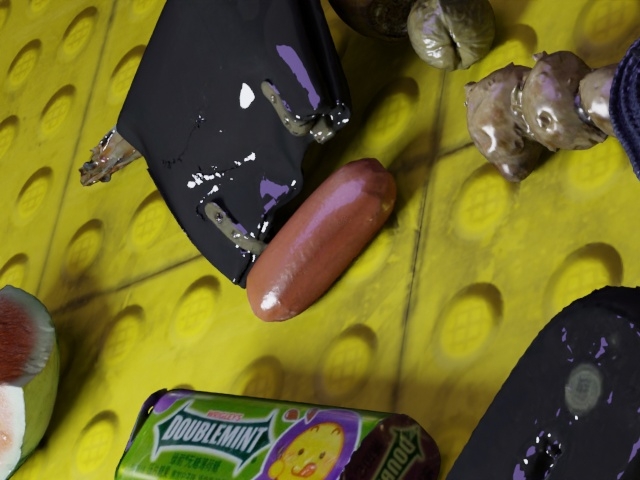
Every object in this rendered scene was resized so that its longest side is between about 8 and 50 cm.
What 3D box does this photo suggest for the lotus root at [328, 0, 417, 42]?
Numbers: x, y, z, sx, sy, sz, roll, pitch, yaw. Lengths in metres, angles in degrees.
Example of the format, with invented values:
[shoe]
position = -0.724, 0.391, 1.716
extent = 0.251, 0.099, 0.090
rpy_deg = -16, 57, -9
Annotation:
[lotus root]
position = 0.054, -0.291, 1.909
extent = 0.123, 0.124, 0.241
rpy_deg = -45, 32, 33

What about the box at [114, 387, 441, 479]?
[box]
position = -0.050, 0.203, 1.659
extent = 0.345, 0.097, 0.134
rpy_deg = 1, 55, 54

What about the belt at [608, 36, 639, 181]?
[belt]
position = 0.304, -0.083, 1.405
extent = 0.139, 0.126, 0.230
rpy_deg = -52, 32, 13

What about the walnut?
[walnut]
position = 0.124, -0.203, 1.785
extent = 0.092, 0.092, 0.092
rpy_deg = -33, 40, 33

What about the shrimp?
[shrimp]
position = -0.196, -0.153, 2.206
extent = 0.251, 0.052, 0.143
rpy_deg = -35, 28, 20

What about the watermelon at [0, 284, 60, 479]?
[watermelon]
position = -0.376, 0.173, 2.070
extent = 0.260, 0.176, 0.256
rpy_deg = 18, 86, 34

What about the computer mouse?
[computer mouse]
position = 0.183, 0.184, 1.355
extent = 0.323, 0.116, 0.183
rpy_deg = -59, 35, 13

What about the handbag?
[handbag]
position = -0.070, -0.135, 1.896
extent = 0.342, 0.152, 0.288
rpy_deg = -63, 37, 38

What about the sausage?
[sausage]
position = 0.000, 0.000, 1.790
extent = 0.194, 0.077, 0.077
rpy_deg = -48, 34, 15

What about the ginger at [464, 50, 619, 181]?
[ginger]
position = 0.209, -0.112, 1.600
extent = 0.204, 0.080, 0.104
rpy_deg = -13, 86, 49
